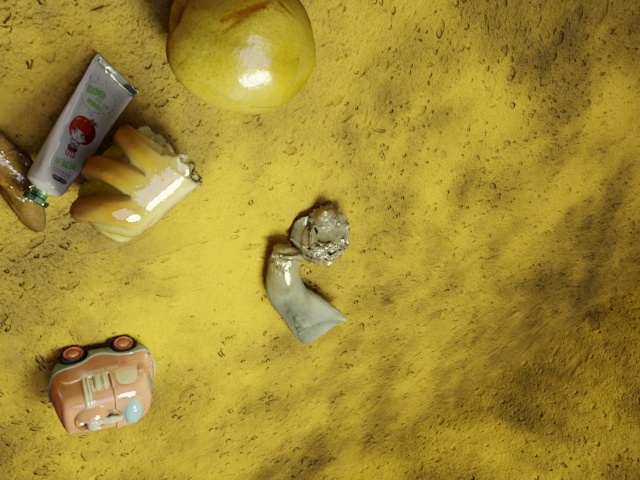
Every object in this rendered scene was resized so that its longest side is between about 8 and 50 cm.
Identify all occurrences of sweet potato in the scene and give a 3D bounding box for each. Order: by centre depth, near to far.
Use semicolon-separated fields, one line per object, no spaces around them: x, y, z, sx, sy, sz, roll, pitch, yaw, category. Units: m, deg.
-0.664;-0.150;1.212;0.114;0.092;0.341;-15;132;9;sweet potato

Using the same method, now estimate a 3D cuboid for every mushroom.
-0.076;0.165;1.771;0.177;0.126;0.397;-28;134;6;mushroom

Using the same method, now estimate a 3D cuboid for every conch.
0.000;0.000;1.730;0.178;0.163;0.245;5;143;6;conch

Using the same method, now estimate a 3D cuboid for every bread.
-0.415;-0.129;1.249;0.270;0.315;0.211;-40;98;-1;bread

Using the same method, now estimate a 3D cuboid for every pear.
-0.167;-0.419;1.207;0.314;0.314;0.314;-17;128;-22;pear

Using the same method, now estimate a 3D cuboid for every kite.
-0.515;-0.184;1.336;0.157;0.011;0.139;-47;130;2;kite

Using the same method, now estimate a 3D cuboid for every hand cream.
-0.519;-0.225;1.215;0.336;0.076;0.121;-63;144;-12;hand cream

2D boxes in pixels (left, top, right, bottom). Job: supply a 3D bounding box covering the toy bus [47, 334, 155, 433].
-0.588;0.411;1.560;0.287;0.232;0.194;-7;122;-27;toy bus
